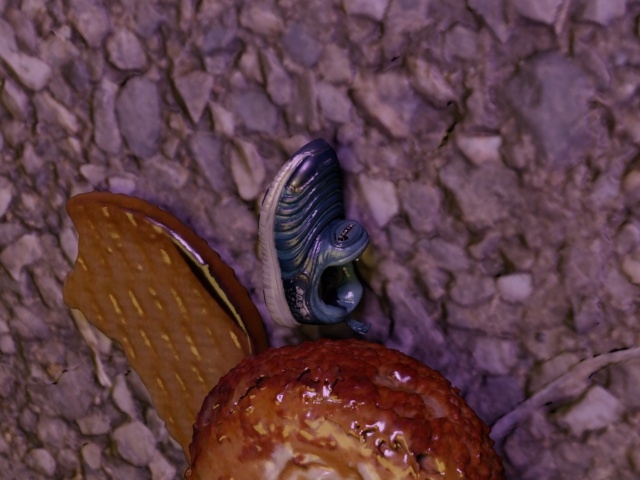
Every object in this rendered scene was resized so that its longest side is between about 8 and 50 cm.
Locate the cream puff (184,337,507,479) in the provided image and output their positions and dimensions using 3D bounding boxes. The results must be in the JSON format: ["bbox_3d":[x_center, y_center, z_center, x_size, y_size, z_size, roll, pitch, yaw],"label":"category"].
[{"bbox_3d":[0.023,0.177,1.093,0.240,0.164,0.240,4,107,15],"label":"cream puff"}]

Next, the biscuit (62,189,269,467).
[{"bbox_3d":[-0.115,0.075,1.207,0.176,0.031,0.228,10,118,28],"label":"biscuit"}]

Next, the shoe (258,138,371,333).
[{"bbox_3d":[0.000,0.000,1.084,0.071,0.064,0.142,14,121,26],"label":"shoe"}]
